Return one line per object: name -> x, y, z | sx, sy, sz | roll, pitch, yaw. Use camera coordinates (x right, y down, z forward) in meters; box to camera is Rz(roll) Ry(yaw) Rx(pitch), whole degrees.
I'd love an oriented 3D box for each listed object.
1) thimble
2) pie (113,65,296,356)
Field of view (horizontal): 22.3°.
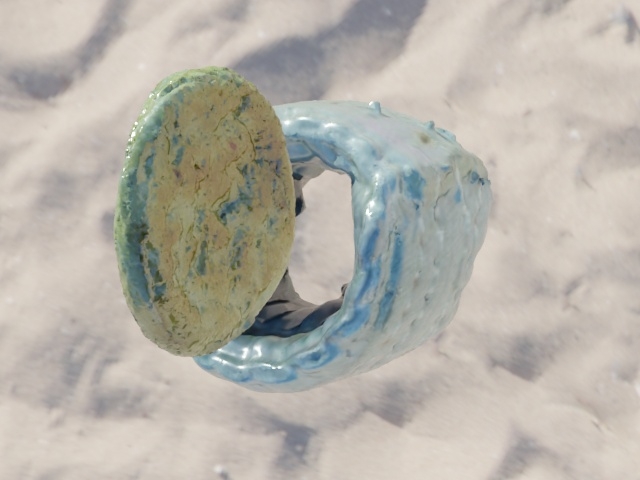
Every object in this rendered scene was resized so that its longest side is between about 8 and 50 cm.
thimble -> 0.000, 0.000, 1.200 | 0.250, 0.172, 0.205 | -31, 79, 30
pie -> -0.034, -0.008, 0.464 | 0.021, 0.084, 0.084 | 5, 78, 32
